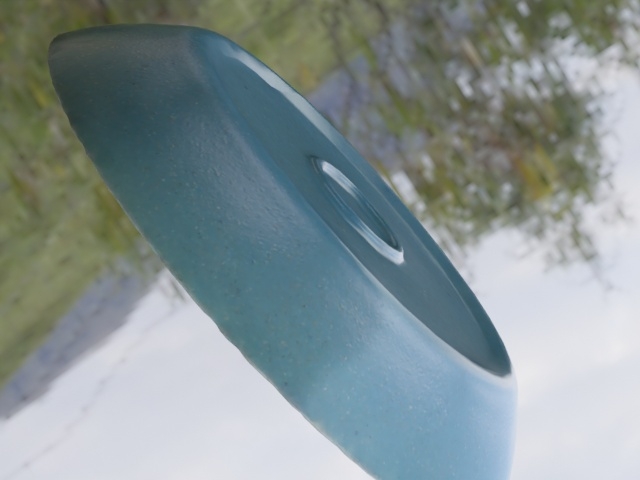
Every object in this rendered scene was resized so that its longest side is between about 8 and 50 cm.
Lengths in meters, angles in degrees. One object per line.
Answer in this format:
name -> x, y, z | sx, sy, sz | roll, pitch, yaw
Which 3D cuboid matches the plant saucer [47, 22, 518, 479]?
plant saucer -> 0.000, 0.000, 0.358 | 0.021, 0.119, 0.119 | -42, -172, 11
